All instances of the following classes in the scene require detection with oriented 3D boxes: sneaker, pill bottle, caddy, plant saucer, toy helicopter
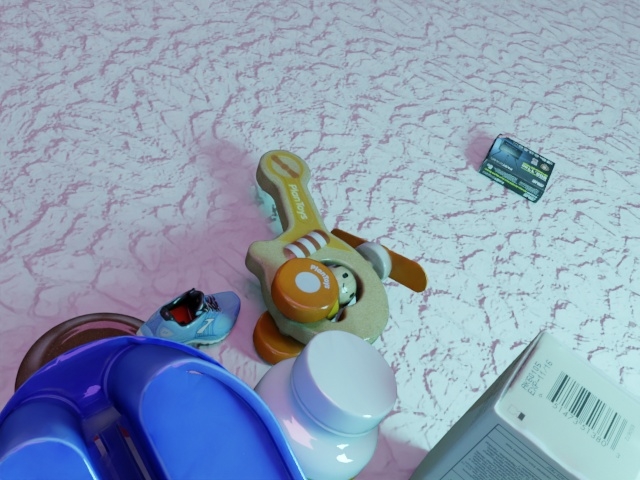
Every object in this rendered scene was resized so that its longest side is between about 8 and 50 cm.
[{"bbox_3d":[-0.153,0.095,0.884,0.063,0.073,0.162,45,31,16],"label":"sneaker"},{"bbox_3d":[-0.025,0.209,0.722,0.136,0.246,0.136,22,35,-17],"label":"pill bottle"},{"bbox_3d":[-0.127,0.243,0.562,0.241,0.179,0.341,-27,93,-23],"label":"caddy"},{"bbox_3d":[-0.263,0.164,0.834,0.198,0.036,0.199,9,51,-12],"label":"plant saucer"},{"bbox_3d":[0.000,0.000,0.990,0.234,0.140,0.355,-4,52,-23],"label":"toy helicopter"}]

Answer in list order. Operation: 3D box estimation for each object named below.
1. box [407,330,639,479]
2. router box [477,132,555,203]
[{"bbox_3d":[0.198,0.250,0.735,0.148,0.311,0.121,38,51,12],"label":"box"},{"bbox_3d":[0.364,-0.135,1.277,0.122,0.038,0.092,29,50,6],"label":"router box"}]
